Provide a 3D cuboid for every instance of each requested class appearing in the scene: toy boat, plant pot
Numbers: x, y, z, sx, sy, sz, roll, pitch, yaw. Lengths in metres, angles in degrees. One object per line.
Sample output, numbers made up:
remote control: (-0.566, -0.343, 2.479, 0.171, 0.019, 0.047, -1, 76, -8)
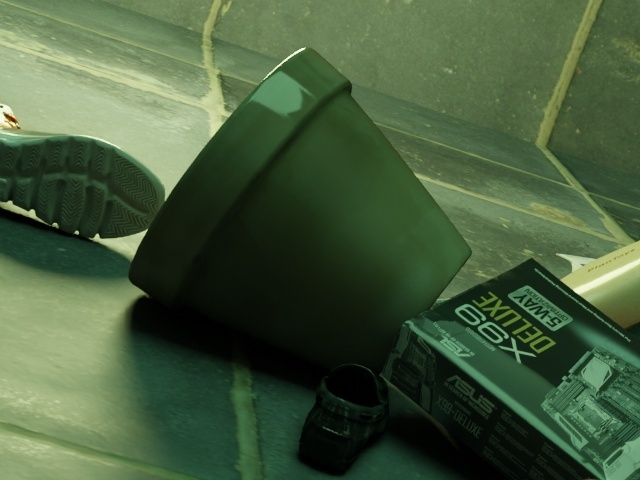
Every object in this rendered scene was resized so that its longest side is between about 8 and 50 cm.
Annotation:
toy boat: (0.373, 0.115, 2.122, 0.148, 0.267, 0.318, 60, 26, -8)
plant pot: (0.000, 0.000, 1.858, 0.280, 0.323, 0.323, 37, 16, 4)

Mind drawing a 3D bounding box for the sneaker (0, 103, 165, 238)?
sneaker: (-0.346, -0.103, 2.060, 0.321, 0.125, 0.180, 16, 15, -15)

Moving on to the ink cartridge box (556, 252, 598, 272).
ink cartridge box: (0.491, 0.097, 2.496, 0.175, 0.069, 0.371, 9, 12, -19)

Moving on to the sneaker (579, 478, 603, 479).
sneaker: (0.311, 0.325, 1.438, 0.313, 0.116, 0.136, 24, 42, -8)

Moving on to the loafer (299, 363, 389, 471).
loafer: (0.033, 0.158, 1.679, 0.076, 0.078, 0.223, 22, 14, 7)

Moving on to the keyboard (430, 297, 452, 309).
keyboard: (0.194, 0.097, 2.150, 0.014, 0.072, 0.256, 44, 24, 28)

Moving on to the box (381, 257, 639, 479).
box: (0.252, 0.163, 1.745, 0.307, 0.077, 0.242, 39, 36, 25)
